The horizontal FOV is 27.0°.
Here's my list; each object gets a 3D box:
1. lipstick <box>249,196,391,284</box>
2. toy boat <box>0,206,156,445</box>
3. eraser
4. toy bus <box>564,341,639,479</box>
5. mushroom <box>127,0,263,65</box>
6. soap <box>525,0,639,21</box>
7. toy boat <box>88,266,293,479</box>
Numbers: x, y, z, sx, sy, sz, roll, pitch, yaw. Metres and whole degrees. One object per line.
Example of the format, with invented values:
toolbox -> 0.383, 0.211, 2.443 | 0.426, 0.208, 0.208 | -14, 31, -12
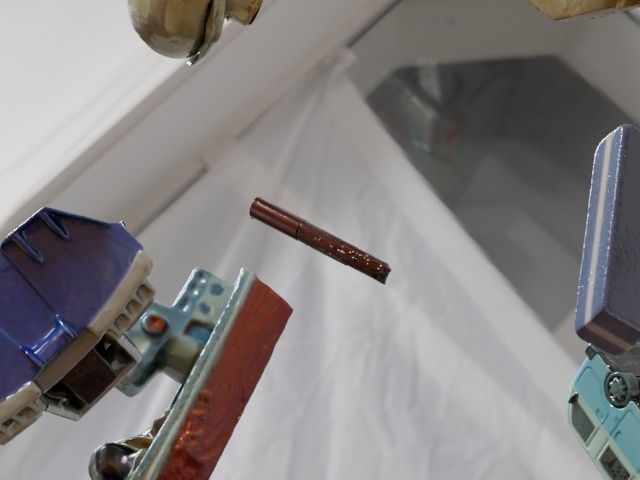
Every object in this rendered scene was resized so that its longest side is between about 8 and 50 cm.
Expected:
lipstick -> 0.000, -0.001, 1.413 | 0.176, 0.027, 0.027 | 27, -20, 26
toy boat -> -0.146, 0.050, 0.751 | 0.088, 0.129, 0.295 | 46, -8, -2
eraser -> 0.302, -0.001, 1.336 | 0.082, 0.225, 0.036 | 26, -25, -38
toy bus -> 0.460, 0.281, 1.887 | 0.271, 0.133, 0.165 | 59, -44, 38
mushroom -> -0.111, -0.237, 1.225 | 0.122, 0.154, 0.154 | 16, -6, -14
soap -> 0.285, -0.323, 1.308 | 0.140, 0.073, 0.232 | 47, -50, 39
toy boat -> -0.154, 0.171, 1.165 | 0.133, 0.332, 0.145 | 28, -24, -4
